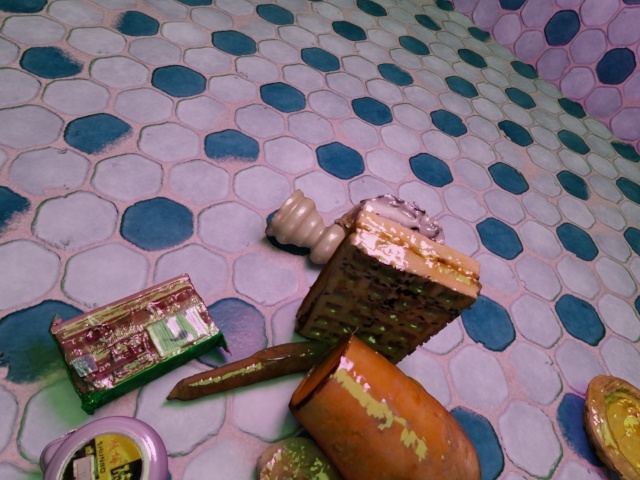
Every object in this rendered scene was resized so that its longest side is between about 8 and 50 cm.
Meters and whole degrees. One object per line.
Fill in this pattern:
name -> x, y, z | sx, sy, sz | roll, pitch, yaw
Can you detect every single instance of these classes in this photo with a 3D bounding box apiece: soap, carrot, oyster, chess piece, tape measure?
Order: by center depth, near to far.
tape measure -> -0.335, 0.383, 0.643 | 0.179, 0.105, 0.195 | -10, 58, -18
carrot -> 0.117, 0.353, 0.743 | 0.341, 0.224, 0.224 | 43, 52, 3
soap -> -0.339, 0.189, 0.782 | 0.274, 0.098, 0.217 | -24, 66, -33
carrot -> -0.136, 0.261, 0.828 | 0.343, 0.070, 0.070 | -8, 58, -24
chess piece -> 0.000, 0.000, 1.038 | 0.251, 0.144, 0.144 | 38, 51, 0
oyster -> 0.205, 0.002, 1.124 | 0.352, 0.114, 0.237 | 22, 59, 2

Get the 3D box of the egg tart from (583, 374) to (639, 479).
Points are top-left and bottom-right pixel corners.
egg tart -> 0.744, 0.472, 0.990 | 0.279, 0.095, 0.278 | 12, 56, -18

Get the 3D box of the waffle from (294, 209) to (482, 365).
waffle -> 0.116, 0.124, 0.823 | 0.261, 0.376, 0.113 | 26, 50, -3

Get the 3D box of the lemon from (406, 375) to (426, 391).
lemon -> 0.196, 0.347, 0.879 | 0.082, 0.082, 0.110 | -26, 70, -34

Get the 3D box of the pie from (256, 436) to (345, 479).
pie -> -0.030, 0.469, 0.721 | 0.185, 0.052, 0.217 | 5, 56, -21
